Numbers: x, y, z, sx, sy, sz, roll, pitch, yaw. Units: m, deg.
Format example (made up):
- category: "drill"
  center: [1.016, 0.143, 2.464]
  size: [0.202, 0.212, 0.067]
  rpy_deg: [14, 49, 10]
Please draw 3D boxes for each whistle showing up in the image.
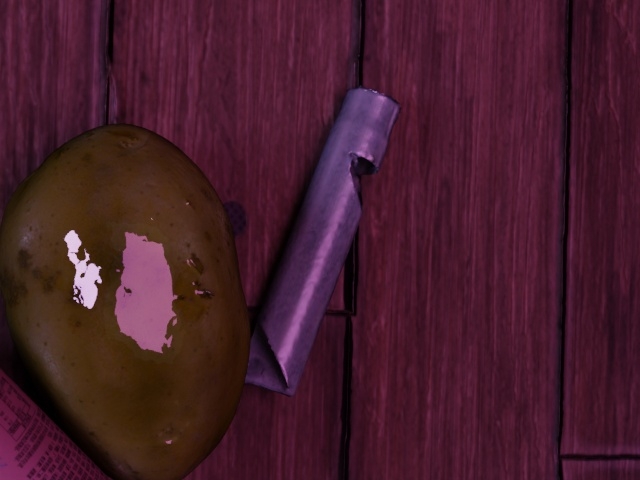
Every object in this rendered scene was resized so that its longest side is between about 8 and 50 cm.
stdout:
- category: "whistle"
  center: [0.000, 0.000, 1.764]
  size: [0.062, 0.062, 0.312]
  rpy_deg: [31, 71, -31]

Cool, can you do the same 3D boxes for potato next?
- category: "potato"
  center: [-0.164, 0.055, 1.559]
  size: [0.216, 0.216, 0.304]
  rpy_deg: [-18, 108, -35]

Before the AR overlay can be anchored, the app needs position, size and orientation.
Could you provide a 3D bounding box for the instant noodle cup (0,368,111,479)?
- category: "instant noodle cup"
  center: [-0.286, 0.216, 1.453]
  size: [0.243, 0.243, 0.231]
  rpy_deg: [-46, 107, -28]
